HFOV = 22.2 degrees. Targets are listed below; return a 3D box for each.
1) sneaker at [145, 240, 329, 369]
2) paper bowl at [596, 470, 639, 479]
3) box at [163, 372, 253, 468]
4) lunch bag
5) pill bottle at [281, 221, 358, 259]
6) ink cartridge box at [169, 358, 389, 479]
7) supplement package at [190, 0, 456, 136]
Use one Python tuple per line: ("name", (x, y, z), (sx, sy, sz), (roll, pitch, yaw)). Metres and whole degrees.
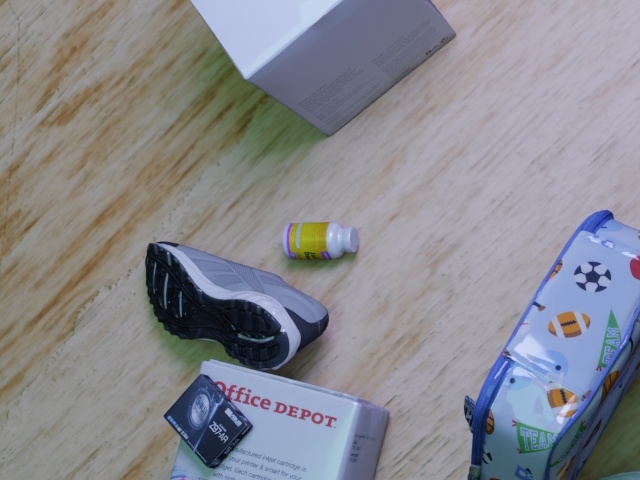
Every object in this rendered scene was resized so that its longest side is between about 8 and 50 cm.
("sneaker", (-0.105, 0.070, 1.910), (0.272, 0.108, 0.100), (25, 122, 37))
("paper bowl", (0.330, 0.375, 1.652), (0.284, 0.148, 0.284), (-5, 78, 21))
("box", (-0.124, 0.199, 1.799), (0.067, 0.018, 0.083), (-48, 65, 8))
("lunch bag", (0.249, 0.138, 1.648), (0.115, 0.243, 0.303), (28, 62, 20))
("pill bottle", (0.000, 0.000, 1.902), (0.083, 0.043, 0.043), (-2, 79, 21))
("ink cartridge box", (-0.060, 0.292, 1.829), (0.201, 0.117, 0.278), (13, 85, 24))
("supplement package", (-0.011, -0.278, 1.839), (0.199, 0.263, 0.198), (-38, 69, 10))
